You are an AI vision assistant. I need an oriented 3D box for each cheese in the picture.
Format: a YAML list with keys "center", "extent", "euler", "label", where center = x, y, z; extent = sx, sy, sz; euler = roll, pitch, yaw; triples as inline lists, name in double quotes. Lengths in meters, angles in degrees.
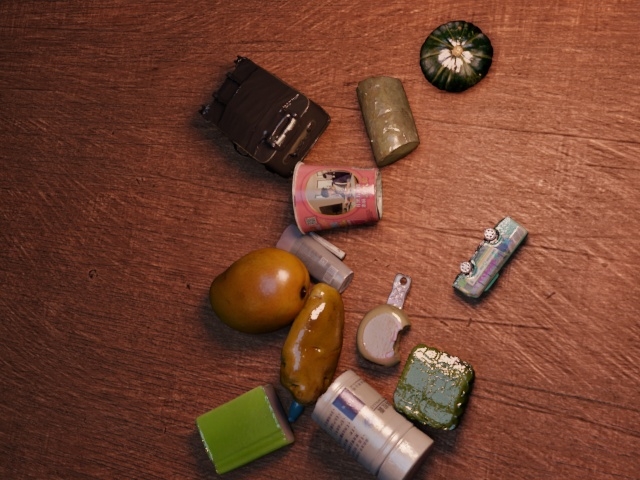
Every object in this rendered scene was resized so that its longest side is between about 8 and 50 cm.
- center: [0.210, 0.239, 1.928]
  extent: [0.163, 0.082, 0.287]
  euler: [22, 91, 21]
  label: "cheese"

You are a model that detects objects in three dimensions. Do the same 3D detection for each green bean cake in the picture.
- center: [0.330, 0.424, 1.831]
  extent: [0.200, 0.113, 0.214]
  euler: [21, 82, 19]
  label: "green bean cake"

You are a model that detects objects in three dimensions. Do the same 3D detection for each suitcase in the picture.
- center: [-0.183, -0.398, 2.072]
  extent: [0.434, 0.194, 0.283]
  euler: [40, 96, 37]
  label: "suitcase"

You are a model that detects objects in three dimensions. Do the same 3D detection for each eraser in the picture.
- center: [-0.244, 0.609, 2.050]
  extent: [0.274, 0.092, 0.210]
  euler: [-31, 74, 13]
  label: "eraser"

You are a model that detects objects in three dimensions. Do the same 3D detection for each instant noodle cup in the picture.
- center: [0.060, -0.135, 1.969]
  extent: [0.254, 0.244, 0.244]
  euler: [-1, 83, 12]
  label: "instant noodle cup"

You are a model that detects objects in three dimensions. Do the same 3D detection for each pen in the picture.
- center: [0.000, 0.000, 2.069]
  extent: [0.204, 0.025, 0.025]
  euler: [35, 96, 22]
  label: "pen"

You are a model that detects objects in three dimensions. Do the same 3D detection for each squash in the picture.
- center: [0.406, -0.548, 1.905]
  extent: [0.218, 0.172, 0.218]
  euler: [-2, 81, 14]
  label: "squash"

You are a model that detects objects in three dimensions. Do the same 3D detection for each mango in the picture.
- center: [-0.202, 0.166, 2.023]
  extent: [0.377, 0.221, 0.264]
  euler: [-15, 89, 33]
  label: "mango"

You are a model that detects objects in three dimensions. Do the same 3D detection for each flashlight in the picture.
- center: [-0.067, 0.516, 2.015]
  extent: [0.051, 0.051, 0.129]
  euler: [24, 94, 22]
  label: "flashlight"

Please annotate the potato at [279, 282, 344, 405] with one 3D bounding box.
- center: [-0.021, 0.315, 1.941]
  extent: [0.195, 0.176, 0.369]
  euler: [18, 82, -15]
  label: "potato"

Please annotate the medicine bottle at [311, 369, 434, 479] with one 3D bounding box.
- center: [0.152, 0.553, 1.850]
  extent: [0.332, 0.190, 0.190]
  euler: [38, 97, 21]
  label: "medicine bottle"

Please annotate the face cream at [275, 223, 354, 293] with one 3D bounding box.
- center: [-0.019, 0.059, 2.041]
  extent: [0.269, 0.073, 0.107]
  euler: [36, 99, 21]
  label: "face cream"

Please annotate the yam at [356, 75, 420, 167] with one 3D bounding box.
- center: [0.209, -0.370, 1.965]
  extent: [0.161, 0.161, 0.268]
  euler: [-20, 76, 17]
  label: "yam"

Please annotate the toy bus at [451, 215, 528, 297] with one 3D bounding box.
- center: [0.488, 0.049, 1.845]
  extent: [0.109, 0.091, 0.262]
  euler: [37, 99, 14]
  label: "toy bus"
